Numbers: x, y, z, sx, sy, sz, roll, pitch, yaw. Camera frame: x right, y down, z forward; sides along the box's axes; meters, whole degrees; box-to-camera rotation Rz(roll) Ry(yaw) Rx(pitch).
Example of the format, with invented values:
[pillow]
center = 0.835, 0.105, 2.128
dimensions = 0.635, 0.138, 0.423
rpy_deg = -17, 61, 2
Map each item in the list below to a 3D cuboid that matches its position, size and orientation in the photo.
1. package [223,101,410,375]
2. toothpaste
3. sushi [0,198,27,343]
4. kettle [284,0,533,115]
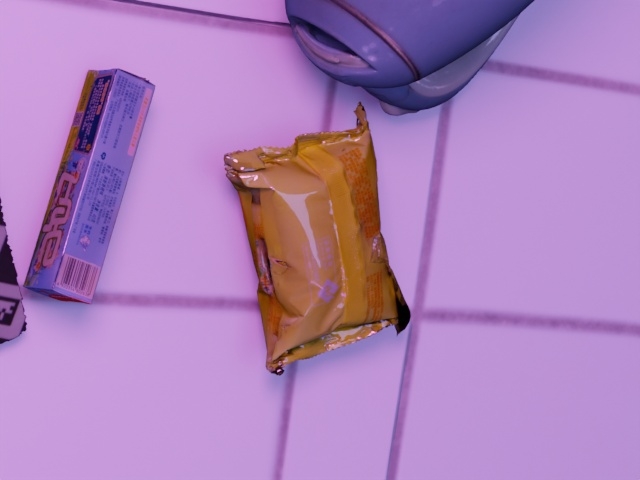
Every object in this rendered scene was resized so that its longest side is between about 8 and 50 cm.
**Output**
[package]
center = 0.000, 0.000, 1.640
dimensions = 0.168, 0.090, 0.226
rpy_deg = -19, 110, -32
[toothpaste]
center = -0.198, -0.047, 1.526
dimensions = 0.044, 0.070, 0.193
rpy_deg = 24, 77, -38
[sushi]
center = -0.360, 0.017, 1.438
dimensions = 0.231, 0.047, 0.220
rpy_deg = -24, 125, -27
[kettle]
center = 0.119, -0.267, 1.608
dimensions = 0.342, 0.247, 0.319
rpy_deg = -54, 147, -5
